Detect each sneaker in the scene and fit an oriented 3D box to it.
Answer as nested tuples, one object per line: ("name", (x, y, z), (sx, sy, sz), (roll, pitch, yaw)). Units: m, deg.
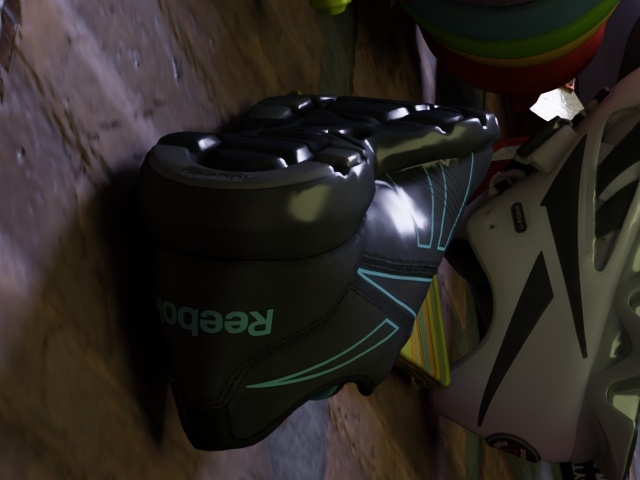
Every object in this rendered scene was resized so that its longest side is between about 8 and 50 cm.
("sneaker", (0.151, -0.024, 1.018), (0.122, 0.146, 0.330), (83, 23, -59))
("sneaker", (0.000, 0.000, 0.660), (0.267, 0.101, 0.106), (-26, 120, -64))

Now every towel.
("towel", (0.024, 0.008, 0.848), (0.237, 0.021, 0.102), (39, 41, -67))

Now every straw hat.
("straw hat", (0.160, -0.136, 1.163), (0.144, 0.061, 0.144), (33, 20, -14))

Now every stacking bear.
("stacking bear", (0.105, -0.170, 0.962), (0.289, 0.164, 0.175), (53, 40, -71))

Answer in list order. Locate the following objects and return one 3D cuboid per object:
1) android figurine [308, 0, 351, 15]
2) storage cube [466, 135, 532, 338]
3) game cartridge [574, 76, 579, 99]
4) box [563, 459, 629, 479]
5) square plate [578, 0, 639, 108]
("android figurine", (-0.021, -0.236, 0.719), (0.248, 0.056, 0.273), (-58, 138, -65))
("storage cube", (0.219, 0.017, 1.221), (0.215, 0.184, 0.193), (-28, 112, -73))
("game cartridge", (0.148, -0.266, 1.314), (0.355, 0.068, 0.230), (48, 43, -64))
("box", (0.243, 0.121, 1.506), (0.175, 0.051, 0.220), (-73, 152, -55))
("square plate", (0.272, -0.124, 1.466), (0.344, 0.049, 0.347), (-106, -172, -75))
